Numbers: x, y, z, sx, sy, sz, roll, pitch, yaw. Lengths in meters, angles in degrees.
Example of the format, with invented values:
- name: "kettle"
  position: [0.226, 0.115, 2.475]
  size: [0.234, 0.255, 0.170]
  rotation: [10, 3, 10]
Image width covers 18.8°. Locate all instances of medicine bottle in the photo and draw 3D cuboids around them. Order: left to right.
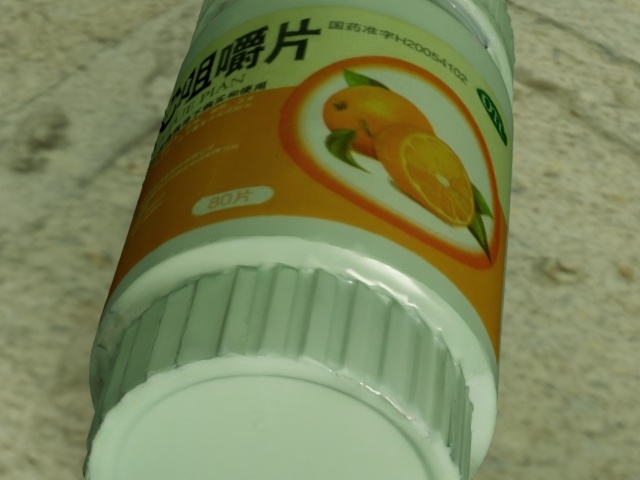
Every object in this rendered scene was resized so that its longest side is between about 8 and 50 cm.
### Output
- name: "medicine bottle"
  position: [0.000, 0.000, 0.807]
  size: [0.158, 0.158, 0.318]
  rotation: [13, 38, -3]
